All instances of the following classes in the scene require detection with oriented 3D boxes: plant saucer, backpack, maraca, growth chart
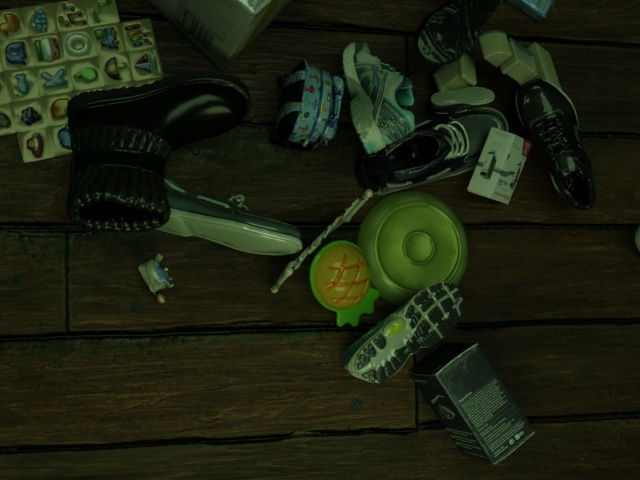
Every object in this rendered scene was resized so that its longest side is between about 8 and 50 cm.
[{"bbox_3d":[0.190,0.016,1.777,0.241,0.037,0.241,2,84,-14],"label":"plant saucer"},{"bbox_3d":[-0.019,-0.256,1.680,0.116,0.173,0.158,11,81,-13],"label":"backpack"},{"bbox_3d":[0.046,0.083,1.707,0.127,0.099,0.186,-35,120,-12],"label":"maraca"},{"bbox_3d":[0.000,0.000,1.665,0.021,0.172,0.237,45,74,2],"label":"growth chart"}]

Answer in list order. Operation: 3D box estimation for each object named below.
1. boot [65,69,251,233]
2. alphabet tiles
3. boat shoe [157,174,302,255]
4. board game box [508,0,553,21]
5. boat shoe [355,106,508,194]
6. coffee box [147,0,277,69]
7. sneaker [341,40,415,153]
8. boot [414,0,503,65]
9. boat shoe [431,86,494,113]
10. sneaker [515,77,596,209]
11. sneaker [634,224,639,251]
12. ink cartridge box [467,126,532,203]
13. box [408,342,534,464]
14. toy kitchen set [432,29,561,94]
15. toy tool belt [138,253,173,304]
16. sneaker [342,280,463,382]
[{"bbox_3d":[-0.274,-0.151,1.565,0.348,0.131,0.260,-12,53,-7],"label":"boot"},{"bbox_3d":[-0.466,-0.303,1.657,0.342,0.011,0.285,-13,88,-15],"label":"alphabet tiles"},{"bbox_3d":[-0.180,-0.052,1.624,0.319,0.116,0.099,12,67,9],"label":"boat shoe"},{"bbox_3d":[0.453,-0.599,1.903,0.160,0.039,0.211,31,78,-9],"label":"board game box"},{"bbox_3d":[0.245,-0.183,1.747,0.340,0.158,0.127,-25,91,-15],"label":"boat shoe"},{"bbox_3d":[-0.162,-0.571,1.590,0.337,0.338,0.334,43,76,-7],"label":"coffee box"},{"bbox_3d":[0.117,-0.281,1.696,0.122,0.110,0.283,-16,51,9],"label":"sneaker"},{"bbox_3d":[0.241,-0.402,1.741,0.094,0.207,0.246,44,71,-7],"label":"boot"},{"bbox_3d":[0.283,-0.274,1.774,0.125,0.038,0.046,-7,54,7],"label":"boat shoe"},{"bbox_3d":[0.484,-0.190,1.777,0.107,0.124,0.283,-27,112,15],"label":"sneaker"},{"bbox_3d":[0.837,-0.018,1.897,0.365,0.137,0.210,22,79,-16],"label":"sneaker"},{"bbox_3d":[0.359,-0.148,1.783,0.099,0.056,0.135,9,103,-55],"label":"ink cartridge box"},{"bbox_3d":[0.286,0.307,1.712,0.108,0.153,0.207,-34,94,-15],"label":"box"},{"bbox_3d":[0.357,-0.343,1.833,0.207,0.166,0.122,25,45,-35],"label":"toy kitchen set"},{"bbox_3d":[-0.295,0.070,1.642,0.051,0.052,0.083,-31,93,-7],"label":"toy tool belt"},{"bbox_3d":[0.155,0.164,1.715,0.275,0.110,0.107,-32,105,-18],"label":"sneaker"}]
